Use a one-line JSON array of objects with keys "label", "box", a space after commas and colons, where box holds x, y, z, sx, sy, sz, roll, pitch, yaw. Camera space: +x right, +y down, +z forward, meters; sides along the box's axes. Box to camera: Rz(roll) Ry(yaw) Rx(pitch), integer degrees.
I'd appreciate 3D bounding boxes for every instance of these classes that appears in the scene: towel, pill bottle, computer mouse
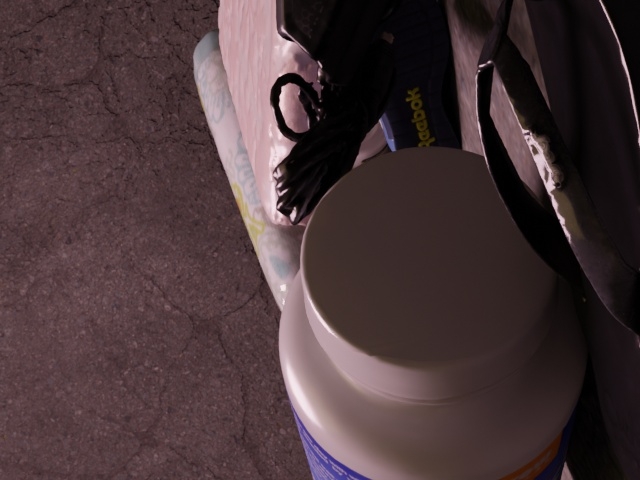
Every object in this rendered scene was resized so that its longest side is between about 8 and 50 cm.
[{"label": "towel", "box": [0.000, 0.000, 1.209, 0.321, 0.090, 0.374, 66, -174, 33]}, {"label": "pill bottle", "box": [0.059, 0.073, 0.620, 0.272, 0.152, 0.152, 79, 174, -60]}, {"label": "pill bottle", "box": [0.034, -0.078, 1.081, 0.116, 0.065, 0.065, 82, 171, -65]}, {"label": "towel", "box": [-0.032, -0.230, 0.900, 0.317, 0.053, 0.332, -109, 19, -55]}, {"label": "computer mouse", "box": [0.023, -0.159, 0.562, 0.188, 0.072, 0.272, -69, -20, -59]}]

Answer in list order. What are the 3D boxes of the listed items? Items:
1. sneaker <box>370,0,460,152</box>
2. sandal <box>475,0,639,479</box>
[{"label": "sneaker", "box": [0.052, -0.106, 0.745, 0.144, 0.053, 0.059, 79, 176, -46]}, {"label": "sandal", "box": [0.097, -0.008, 0.425, 0.097, 0.054, 0.255, -119, 13, -76]}]
